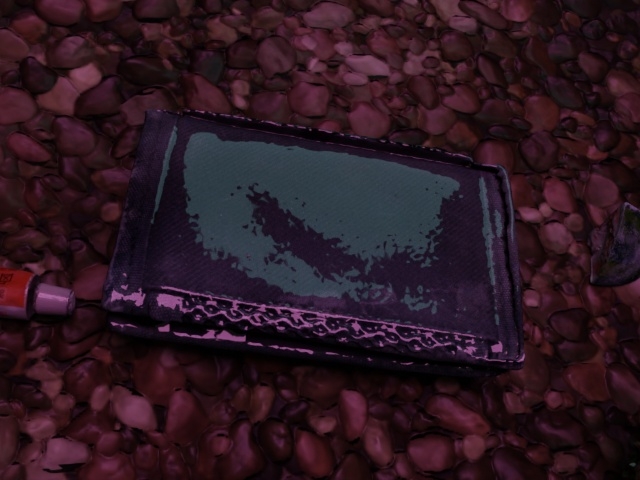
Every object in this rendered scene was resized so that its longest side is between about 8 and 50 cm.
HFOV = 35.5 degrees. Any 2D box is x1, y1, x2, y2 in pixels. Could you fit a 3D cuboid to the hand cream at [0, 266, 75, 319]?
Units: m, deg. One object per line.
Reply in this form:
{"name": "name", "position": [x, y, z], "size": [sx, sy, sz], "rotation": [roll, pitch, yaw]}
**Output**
{"name": "hand cream", "position": [-0.305, 0.031, 0.805], "size": [0.216, 0.038, 0.052], "rotation": [10, 30, -3]}

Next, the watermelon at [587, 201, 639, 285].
{"name": "watermelon", "position": [0.286, 0.003, 0.954], "size": [0.085, 0.085, 0.061], "rotation": [-31, 41, -27]}

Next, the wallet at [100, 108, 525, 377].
{"name": "wallet", "position": [0.000, 0.000, 0.869], "size": [0.342, 0.075, 0.237], "rotation": [8, 52, -6]}

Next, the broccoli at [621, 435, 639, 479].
{"name": "broccoli", "position": [0.366, 0.167, 0.752], "size": [0.260, 0.288, 0.235], "rotation": [20, 19, -1]}
